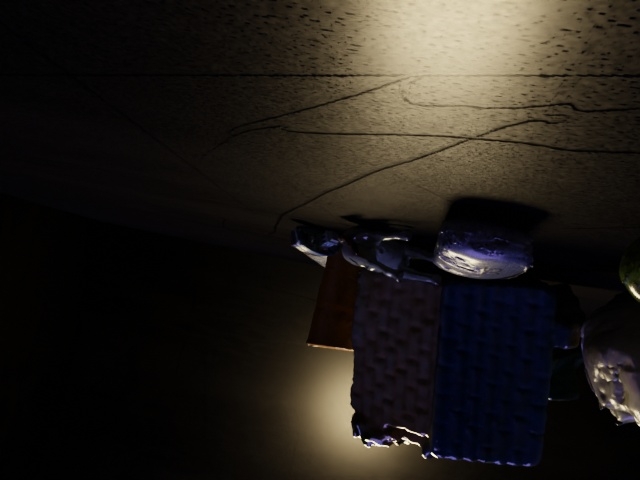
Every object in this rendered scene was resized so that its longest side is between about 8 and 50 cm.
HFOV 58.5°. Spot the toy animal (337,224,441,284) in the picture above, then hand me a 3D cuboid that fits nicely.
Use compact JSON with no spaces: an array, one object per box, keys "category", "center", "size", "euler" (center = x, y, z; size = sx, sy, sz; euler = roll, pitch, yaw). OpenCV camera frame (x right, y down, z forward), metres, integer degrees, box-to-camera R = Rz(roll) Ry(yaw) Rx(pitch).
[{"category":"toy animal","center":[0.138,0.032,1.005],"size":[0.170,0.089,0.255],"euler":[15,175,28]}]

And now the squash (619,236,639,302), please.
[{"category":"squash","center":[0.421,0.055,0.608],"size":[0.331,0.087,0.087],"euler":[13,175,-32]}]

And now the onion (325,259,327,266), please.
[{"category":"onion","center":[0.071,0.065,1.435],"size":[0.117,0.118,0.118],"euler":[16,175,-7]}]

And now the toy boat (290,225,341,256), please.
[{"category":"toy boat","center":[0.000,0.000,1.175],"size":[0.066,0.059,0.140],"euler":[-23,154,31]}]

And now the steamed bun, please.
[{"category":"steamed bun","center":[0.530,0.147,0.833],"size":[0.280,0.207,0.268],"euler":[-18,170,18]}]

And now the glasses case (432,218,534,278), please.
[{"category":"glasses case","center":[0.204,0.015,0.747],"size":[0.109,0.067,0.282],"euler":[13,174,10]}]

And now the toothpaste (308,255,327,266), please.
[{"category":"toothpaste","center":[0.024,0.051,1.684],"size":[0.100,0.066,0.323],"euler":[9,169,25]}]

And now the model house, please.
[{"category":"model house","center":[0.346,0.245,1.169],"size":[0.445,0.395,0.400],"euler":[0,-177,-44]}]

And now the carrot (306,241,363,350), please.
[{"category":"carrot","center":[0.076,0.131,1.315],"size":[0.196,0.254,0.196],"euler":[8,173,1]}]
